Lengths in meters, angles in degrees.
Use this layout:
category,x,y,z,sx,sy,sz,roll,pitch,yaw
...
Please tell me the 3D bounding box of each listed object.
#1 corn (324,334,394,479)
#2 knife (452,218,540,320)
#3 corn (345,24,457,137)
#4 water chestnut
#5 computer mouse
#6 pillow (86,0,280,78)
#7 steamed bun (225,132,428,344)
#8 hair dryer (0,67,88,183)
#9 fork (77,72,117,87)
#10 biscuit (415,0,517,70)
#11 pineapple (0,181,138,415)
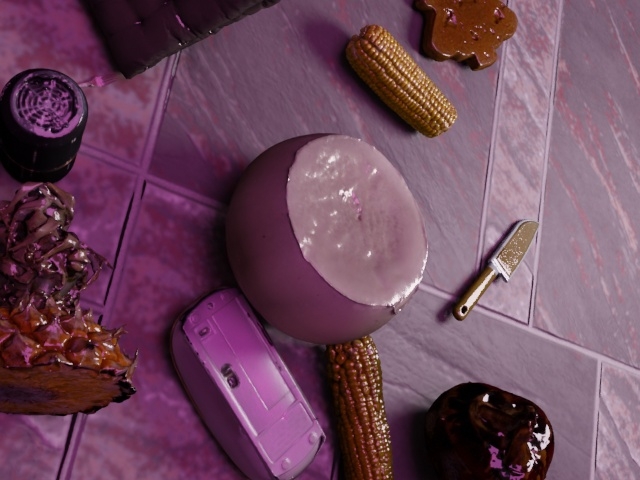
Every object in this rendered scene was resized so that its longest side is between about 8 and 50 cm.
category,x,y,z,sx,sy,sz,roll,pitch,yaw
corn,0.065,0.290,1.349,0.097,0.097,0.320,-7,86,-37
knife,0.352,0.054,1.645,0.061,0.027,0.343,52,53,-11
corn,0.147,-0.288,1.526,0.244,0.093,0.093,42,59,-22
water chestnut,0.293,0.341,1.421,0.223,0.238,0.224,12,45,-12
computer mouse,-0.109,0.218,1.249,0.158,0.072,0.310,-37,102,-37
pillow,-0.194,-0.402,1.188,0.228,0.326,0.101,65,20,-6
steamed bun,0.000,0.000,1.284,0.324,0.206,0.324,18,59,-31
hair dryer,-0.470,-0.150,1.018,0.352,0.189,0.107,3,77,-22
fork,-0.349,-0.223,1.207,0.115,0.012,0.016,-23,91,-32
biscuit,0.281,-0.491,1.696,0.278,0.043,0.302,-19,91,-35
pineapple,-0.348,0.059,1.041,0.262,0.262,0.272,14,60,-33
